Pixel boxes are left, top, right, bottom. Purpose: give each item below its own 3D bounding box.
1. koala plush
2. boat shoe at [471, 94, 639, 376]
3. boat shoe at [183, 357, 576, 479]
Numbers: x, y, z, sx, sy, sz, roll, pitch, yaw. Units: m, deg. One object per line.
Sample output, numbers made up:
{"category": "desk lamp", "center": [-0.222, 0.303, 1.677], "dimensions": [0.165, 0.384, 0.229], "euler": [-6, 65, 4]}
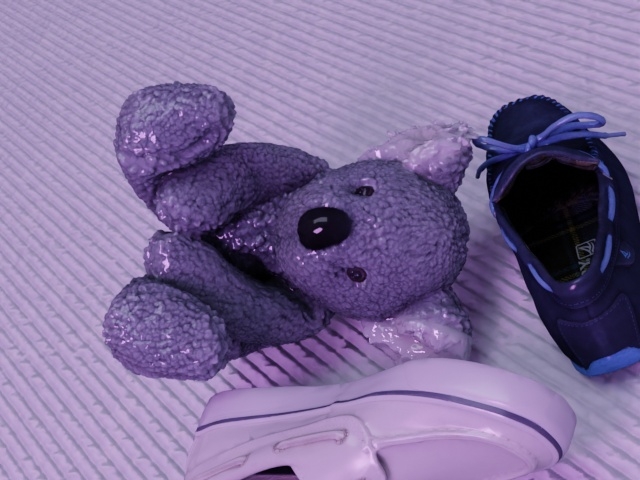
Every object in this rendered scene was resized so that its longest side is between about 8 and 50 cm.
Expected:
{"category": "koala plush", "center": [0.000, 0.000, 0.874], "dimensions": [0.221, 0.203, 0.196], "euler": [-4, 77, 21]}
{"category": "boat shoe", "center": [0.160, -0.031, 0.844], "dimensions": [0.109, 0.089, 0.258], "euler": [-29, 35, 8]}
{"category": "boat shoe", "center": [0.021, 0.132, 0.765], "dimensions": [0.267, 0.096, 0.088], "euler": [-7, 47, 35]}
